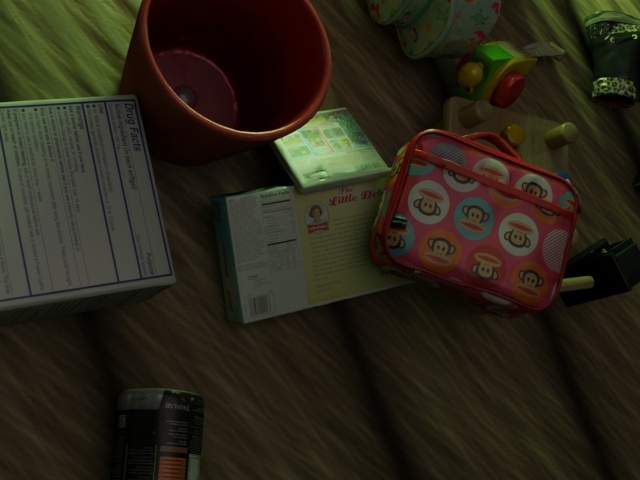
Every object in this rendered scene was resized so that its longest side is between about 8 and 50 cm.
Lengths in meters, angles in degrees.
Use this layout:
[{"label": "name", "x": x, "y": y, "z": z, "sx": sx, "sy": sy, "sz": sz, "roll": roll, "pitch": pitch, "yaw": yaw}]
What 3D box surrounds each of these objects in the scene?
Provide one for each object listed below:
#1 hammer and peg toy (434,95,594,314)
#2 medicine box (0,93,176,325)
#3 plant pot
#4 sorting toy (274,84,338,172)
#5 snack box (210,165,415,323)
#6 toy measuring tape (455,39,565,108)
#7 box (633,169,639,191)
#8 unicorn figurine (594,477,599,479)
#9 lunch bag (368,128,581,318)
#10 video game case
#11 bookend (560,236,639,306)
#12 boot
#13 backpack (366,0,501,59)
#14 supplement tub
[{"label": "hammer and peg toy", "x": 0.316, "y": -0.045, "z": 1.676, "sx": 0.265, "sy": 0.127, "sz": 0.361, "roll": 9, "pitch": 76, "yaw": -26}, {"label": "medicine box", "x": -0.365, "y": -0.036, "z": 1.300, "sx": 0.289, "sy": 0.149, "sz": 0.264, "roll": -8, "pitch": 80, "yaw": -30}, {"label": "plant pot", "x": -0.158, "y": -0.233, "z": 1.408, "sx": 0.274, "sy": 0.243, "sz": 0.275, "roll": 7, "pitch": 74, "yaw": -26}, {"label": "sorting toy", "x": -0.036, "y": -0.191, "z": 1.571, "sx": 0.132, "sy": 0.046, "sz": 0.275, "roll": -19, "pitch": 90, "yaw": -31}, {"label": "snack box", "x": 0.000, "y": 0.000, "z": 1.510, "sx": 0.321, "sy": 0.060, "sz": 0.187, "roll": -11, "pitch": 98, "yaw": -30}, {"label": "toy measuring tape", "x": 0.331, "y": -0.294, "z": 1.781, "sx": 0.330, "sy": 0.121, "sz": 0.121, "roll": -18, "pitch": 85, "yaw": -51}, {"label": "box", "x": 0.813, "y": -0.144, "z": 1.935, "sx": 0.294, "sy": 0.182, "sz": 0.296, "roll": 39, "pitch": 62, "yaw": -15}, {"label": "unicorn figurine", "x": 0.532, "y": 0.483, "z": 1.683, "sx": 0.111, "sy": 0.060, "sz": 0.162, "roll": 8, "pitch": 73, "yaw": -27}, {"label": "lunch bag", "x": 0.237, "y": -0.039, "z": 1.508, "sx": 0.293, "sy": 0.120, "sz": 0.258, "roll": 20, "pitch": 76, "yaw": -9}, {"label": "video game case", "x": 0.006, "y": -0.138, "z": 1.507, "sx": 0.157, "sy": 0.019, "sz": 0.143, "roll": -13, "pitch": 56, "yaw": -30}, {"label": "bookend", "x": 0.514, "y": 0.040, "z": 1.739, "sx": 0.156, "sy": 0.157, "sz": 0.072, "roll": -27, "pitch": 90, "yaw": -30}, {"label": "boot", "x": 0.620, "y": -0.340, "z": 1.943, "sx": 0.236, "sy": 0.085, "sz": 0.179, "roll": 8, "pitch": 75, "yaw": -19}, {"label": "backpack", "x": 0.186, "y": -0.431, "z": 1.654, "sx": 0.191, "sy": 0.225, "sz": 0.254, "roll": -9, "pitch": 78, "yaw": -27}, {"label": "supplement tub", "x": -0.215, "y": 0.295, "z": 1.307, "sx": 0.117, "sy": 0.117, "sz": 0.190, "roll": 11, "pitch": 72, "yaw": -25}]
